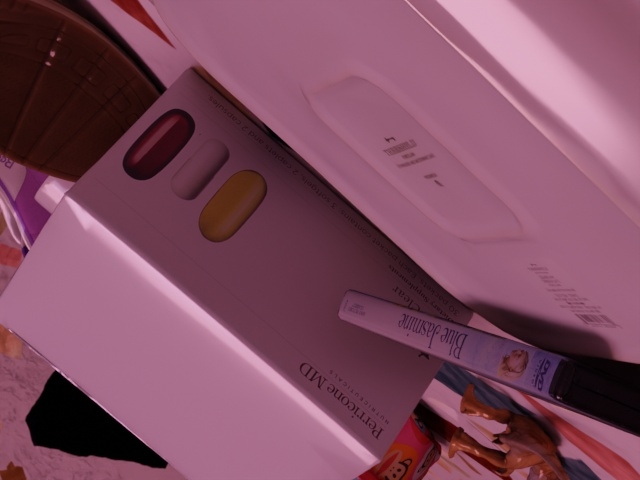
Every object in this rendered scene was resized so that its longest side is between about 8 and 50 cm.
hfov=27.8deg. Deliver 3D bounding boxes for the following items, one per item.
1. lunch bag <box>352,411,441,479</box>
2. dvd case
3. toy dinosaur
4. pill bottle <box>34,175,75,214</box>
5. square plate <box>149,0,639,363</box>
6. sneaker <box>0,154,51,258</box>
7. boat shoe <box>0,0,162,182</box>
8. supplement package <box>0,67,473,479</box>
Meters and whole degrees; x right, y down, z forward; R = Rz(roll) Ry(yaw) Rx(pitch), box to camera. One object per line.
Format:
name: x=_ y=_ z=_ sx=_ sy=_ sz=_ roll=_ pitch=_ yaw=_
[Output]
lunch bag: x=0.002 y=0.181 z=1.484 sx=0.293 sy=0.120 sz=0.258 roll=38 pitch=173 yaw=18
dvd case: x=0.135 y=0.082 z=0.710 sx=0.180 sy=0.022 sz=0.253 roll=24 pitch=176 yaw=-22
toy dinosaur: x=0.161 y=0.160 z=1.033 sx=0.112 sy=0.064 sz=0.211 roll=18 pitch=172 yaw=16
pill bottle: x=-0.114 y=0.016 z=1.107 sx=0.264 sy=0.146 sz=0.146 roll=42 pitch=169 yaw=-6
square plate: x=0.053 y=-0.050 z=0.542 sx=0.344 sy=0.049 sz=0.347 roll=43 pitch=169 yaw=-10
sneaker: x=-0.215 y=-0.010 z=1.310 sx=0.282 sy=0.161 sz=0.102 roll=44 pitch=167 yaw=-25
boat shoe: x=-0.251 y=-0.160 z=0.957 sx=0.341 sy=0.121 sz=0.110 roll=34 pitch=-160 yaw=-33
supplement package: x=-0.068 y=0.052 z=0.914 sx=0.262 sy=0.145 sz=0.204 roll=40 pitch=143 yaw=-4
